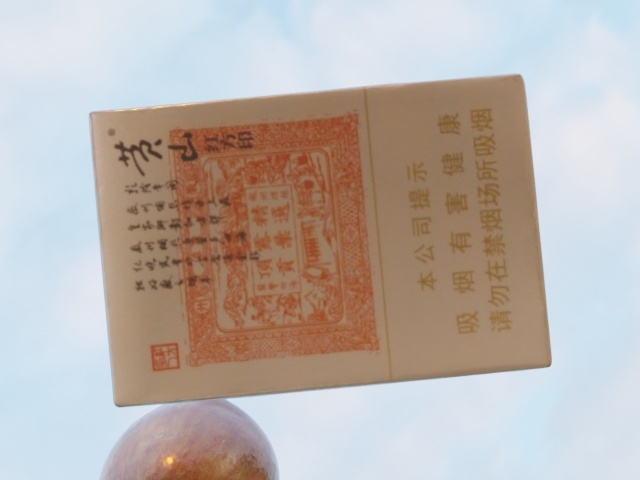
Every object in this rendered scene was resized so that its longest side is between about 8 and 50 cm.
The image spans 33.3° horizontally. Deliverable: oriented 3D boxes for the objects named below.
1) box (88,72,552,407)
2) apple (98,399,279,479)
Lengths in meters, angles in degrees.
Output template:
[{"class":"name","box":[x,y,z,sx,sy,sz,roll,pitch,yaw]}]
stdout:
[{"class":"box","box":[0.000,0.000,0.504,0.201,0.058,0.141,-4,-91,0]},{"class":"apple","box":[-0.148,0.289,1.225,0.188,0.211,0.211,-45,-37,-57]}]
